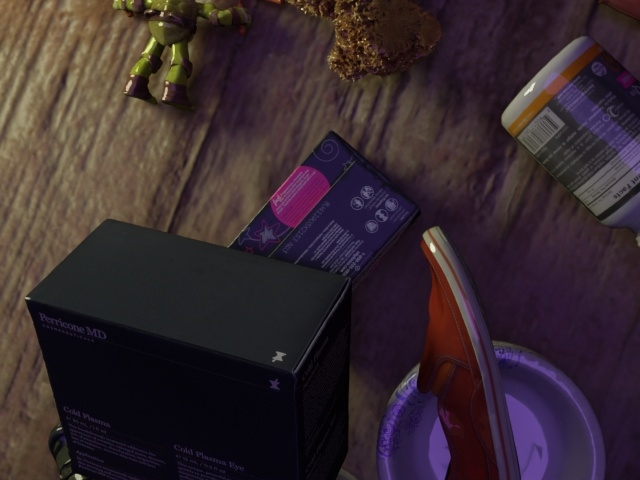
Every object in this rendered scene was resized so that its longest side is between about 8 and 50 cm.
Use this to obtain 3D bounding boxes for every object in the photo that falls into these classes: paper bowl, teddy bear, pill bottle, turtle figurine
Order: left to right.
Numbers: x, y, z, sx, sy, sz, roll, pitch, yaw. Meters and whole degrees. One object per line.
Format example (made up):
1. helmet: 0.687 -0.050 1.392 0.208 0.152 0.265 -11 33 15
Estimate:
1. turtle figurine: -0.200 -0.302 1.236 0.269 0.087 0.217 13 90 8
2. teddy bear: 0.055 -0.382 1.203 0.245 0.113 0.338 -34 81 -10
3. paper bowl: 0.219 0.273 1.128 0.284 0.148 0.284 0 87 8
4. pill bottle: 0.384 -0.117 1.113 0.162 0.162 0.278 -45 84 4

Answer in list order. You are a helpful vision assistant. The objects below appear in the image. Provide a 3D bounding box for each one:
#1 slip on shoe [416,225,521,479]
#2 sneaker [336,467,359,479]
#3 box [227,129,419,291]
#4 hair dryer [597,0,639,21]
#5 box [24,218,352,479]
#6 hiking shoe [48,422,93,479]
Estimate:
1. slip on shoe: 0.159 0.148 1.012 0.101 0.123 0.331 -12 92 11
2. sneaker: -0.024 0.356 1.205 0.212 0.080 0.094 26 103 15
3. box: 0.000 0.000 1.172 0.163 0.142 0.247 42 95 6
4. hair dryer: 0.481 -0.263 1.102 0.223 0.080 0.293 -28 60 -26
5. box: -0.147 0.176 1.069 0.343 0.179 0.312 13 129 17
6. hiking shoe: -0.323 0.360 1.217 0.086 0.114 0.227 -34 84 5
